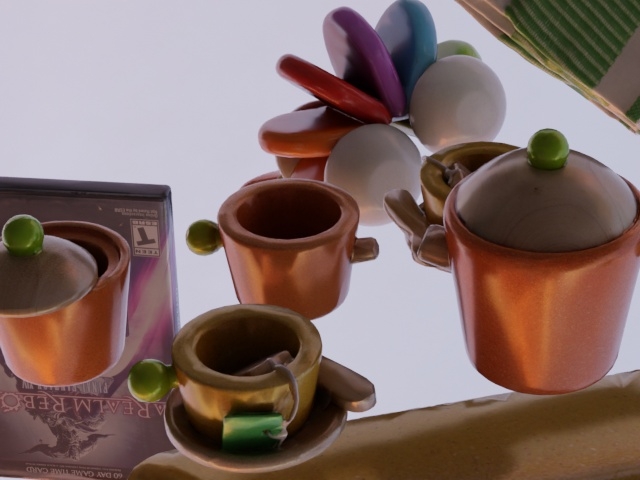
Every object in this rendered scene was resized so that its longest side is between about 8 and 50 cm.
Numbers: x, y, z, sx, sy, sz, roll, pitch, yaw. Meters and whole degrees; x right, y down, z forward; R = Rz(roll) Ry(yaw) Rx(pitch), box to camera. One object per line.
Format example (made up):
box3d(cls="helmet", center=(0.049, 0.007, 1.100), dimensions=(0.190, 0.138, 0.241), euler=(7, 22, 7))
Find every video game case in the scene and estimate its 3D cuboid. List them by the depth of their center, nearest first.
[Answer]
box3d(cls="video game case", center=(-0.206, 0.076, 1.312), dimensions=(0.196, 0.026, 0.274), euler=(3, -61, 7))

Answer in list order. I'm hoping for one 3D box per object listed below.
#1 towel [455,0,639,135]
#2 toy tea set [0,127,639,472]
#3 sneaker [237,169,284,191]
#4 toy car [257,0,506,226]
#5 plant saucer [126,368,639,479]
box3d(cls="towel", center=(0.144, -0.253, 1.086), dimensions=(0.325, 0.038, 0.248), euler=(36, -98, -4))
box3d(cls="toy tea set", center=(0.000, 0.000, 0.801), dimensions=(0.200, 0.336, 0.124), euler=(-129, -149, -53))
box3d(cls="sneaker", center=(-0.002, -0.053, 1.516), dimensions=(0.175, 0.067, 0.064), euler=(-7, -122, 26))
box3d(cls="toy car", center=(0.034, -0.106, 1.232), dimensions=(0.182, 0.136, 0.159), euler=(-39, -155, -10))
box3d(cls="plant saucer", center=(0.089, 0.251, 0.863), dimensions=(0.333, 0.081, 0.332), euler=(-8, -93, -19))
